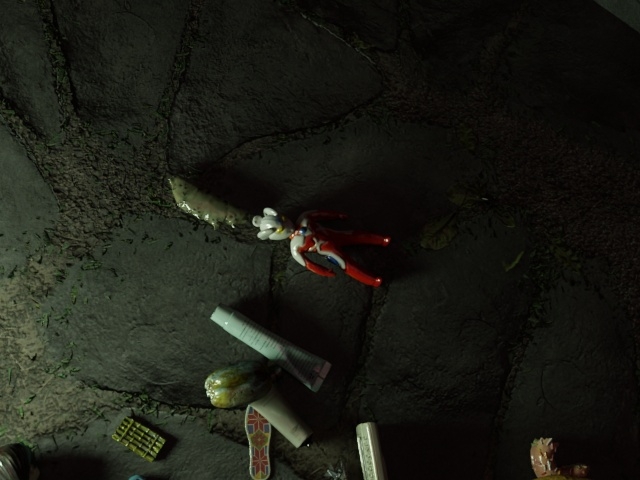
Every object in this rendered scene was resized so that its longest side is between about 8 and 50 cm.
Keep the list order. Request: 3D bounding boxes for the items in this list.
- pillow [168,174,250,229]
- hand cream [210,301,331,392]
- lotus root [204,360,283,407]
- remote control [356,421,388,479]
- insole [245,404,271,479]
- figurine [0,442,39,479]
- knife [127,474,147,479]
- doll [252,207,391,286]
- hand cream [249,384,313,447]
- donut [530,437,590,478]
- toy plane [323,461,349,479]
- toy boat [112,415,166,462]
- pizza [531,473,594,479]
[{"bbox_3d":[-0.310,-0.092,1.866,0.241,0.051,0.093,29,61,-2],"label":"pillow"},{"bbox_3d":[-0.128,0.265,1.769,0.331,0.058,0.085,31,64,0],"label":"hand cream"},{"bbox_3d":[-0.185,0.349,1.704,0.192,0.088,0.113,-12,44,-18],"label":"lotus root"},{"bbox_3d":[0.135,0.563,1.699,0.049,0.090,0.230,-5,72,-16],"label":"remote control"},{"bbox_3d":[-0.152,0.492,1.706,0.065,0.006,0.193,0,69,-13],"label":"insole"},{"bbox_3d":[-0.662,0.563,1.512,0.138,0.110,0.245,-28,84,-3],"label":"figurine"},{"bbox_3d":[-0.379,0.652,1.585,0.058,0.032,0.244,-21,80,-31],"label":"knife"},{"bbox_3d":[0.000,0.000,1.886,0.384,0.099,0.188,16,67,-10],"label":"doll"},{"bbox_3d":[-0.089,0.440,1.718,0.186,0.054,0.087,44,54,12],"label":"hand cream"},{"bbox_3d":[0.619,0.597,1.811,0.166,0.065,0.117,29,68,0],"label":"donut"},{"bbox_3d":[0.050,0.585,1.704,0.083,0.031,0.078,32,53,3],"label":"toy plane"},{"bbox_3d":[-0.429,0.470,1.645,0.115,0.016,0.063,31,67,0],"label":"toy boat"},{"bbox_3d":[0.538,0.744,1.702,0.409,0.114,0.277,-29,82,-10],"label":"pizza"}]
